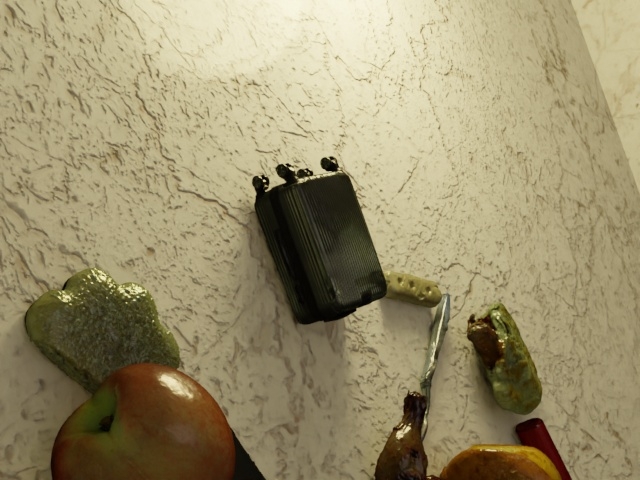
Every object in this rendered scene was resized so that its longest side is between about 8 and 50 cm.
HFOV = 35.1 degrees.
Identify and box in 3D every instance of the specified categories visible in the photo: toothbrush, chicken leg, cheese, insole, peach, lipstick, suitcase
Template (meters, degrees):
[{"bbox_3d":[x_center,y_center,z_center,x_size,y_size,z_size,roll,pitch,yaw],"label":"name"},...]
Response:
[{"bbox_3d":[0.240,0.269,2.191,0.042,0.035,0.413,44,42,-24],"label":"toothbrush"},{"bbox_3d":[0.190,0.460,1.954,0.177,0.083,0.322,-21,87,-35],"label":"chicken leg"},{"bbox_3d":[0.195,0.106,2.217,0.194,0.043,0.064,13,57,-46],"label":"cheese"},{"bbox_3d":[-0.120,0.426,1.679,0.309,0.012,0.110,61,38,-8],"label":"insole"},{"bbox_3d":[-0.240,0.304,1.409,0.252,0.252,0.252,27,52,-41],"label":"peach"},{"bbox_3d":[0.553,0.552,2.405,0.073,0.073,0.279,-38,104,-53],"label":"lipstick"},{"bbox_3d":[0.000,0.000,1.954,0.202,0.128,0.312,-14,84,-53],"label":"suitcase"}]

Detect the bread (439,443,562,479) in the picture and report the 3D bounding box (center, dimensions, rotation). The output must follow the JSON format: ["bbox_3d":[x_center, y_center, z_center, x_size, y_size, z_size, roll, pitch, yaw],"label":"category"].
[{"bbox_3d":[0.371,0.527,2.050,0.268,0.268,0.146,66,26,-2],"label":"bread"}]

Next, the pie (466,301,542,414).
[{"bbox_3d":[0.447,0.276,2.394,0.257,0.106,0.274,-24,91,-63],"label":"pie"}]

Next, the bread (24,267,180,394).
[{"bbox_3d":[-0.312,0.148,1.552,0.286,0.056,0.207,45,44,-30],"label":"bread"}]
